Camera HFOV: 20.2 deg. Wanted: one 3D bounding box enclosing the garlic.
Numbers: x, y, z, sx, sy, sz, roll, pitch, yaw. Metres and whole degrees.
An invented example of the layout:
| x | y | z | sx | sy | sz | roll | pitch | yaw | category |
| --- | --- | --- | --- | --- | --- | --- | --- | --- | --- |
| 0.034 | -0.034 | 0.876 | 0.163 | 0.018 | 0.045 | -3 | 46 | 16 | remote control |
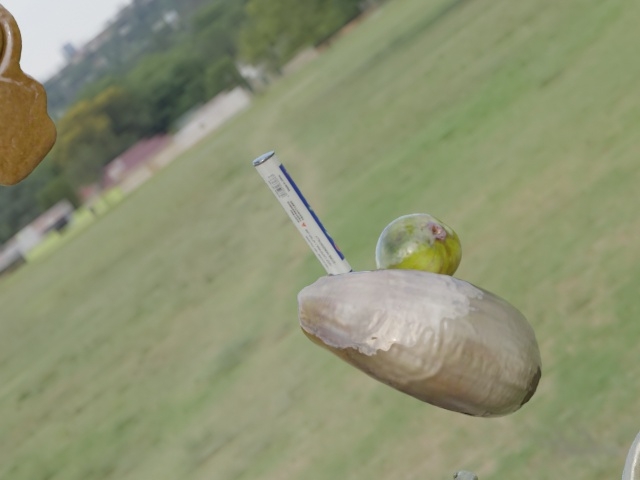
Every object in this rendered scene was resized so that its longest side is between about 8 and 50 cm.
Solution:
| x | y | z | sx | sy | sz | roll | pitch | yaw | category |
| --- | --- | --- | --- | --- | --- | --- | --- | --- | --- |
| 0.088 | 0.071 | 1.225 | 0.101 | 0.196 | 0.087 | 8 | 80 | 59 | garlic |

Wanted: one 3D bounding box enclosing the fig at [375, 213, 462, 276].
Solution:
| x | y | z | sx | sy | sz | roll | pitch | yaw | category |
| --- | --- | --- | --- | --- | --- | --- | --- | --- | --- |
| 0.078 | 0.027 | 1.967 | 0.166 | 0.093 | 0.093 | -26 | 12 | 40 | fig |

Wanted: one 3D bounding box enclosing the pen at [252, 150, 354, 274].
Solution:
| x | y | z | sx | sy | sz | roll | pitch | yaw | category |
| --- | --- | --- | --- | --- | --- | --- | --- | --- | --- |
| 0.000 | 0.000 | 1.752 | 0.025 | 0.204 | 0.025 | -33 | 14 | 9 | pen |

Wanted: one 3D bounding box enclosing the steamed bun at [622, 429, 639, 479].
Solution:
| x | y | z | sx | sy | sz | roll | pitch | yaw | category |
| --- | --- | --- | --- | --- | --- | --- | --- | --- | --- |
| 0.497 | 0.275 | 1.912 | 0.342 | 0.368 | 0.255 | -17 | 54 | 43 | steamed bun |

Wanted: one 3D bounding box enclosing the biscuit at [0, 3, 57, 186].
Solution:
| x | y | z | sx | sy | sz | roll | pitch | yaw | category |
| --- | --- | --- | --- | --- | --- | --- | --- | --- | --- |
| -0.374 | -0.173 | 1.688 | 0.186 | 0.295 | 0.044 | -53 | 10 | -10 | biscuit |

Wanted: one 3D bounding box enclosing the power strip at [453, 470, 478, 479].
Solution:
| x | y | z | sx | sy | sz | roll | pitch | yaw | category |
| --- | --- | --- | --- | --- | --- | --- | --- | --- | --- |
| 0.171 | 0.345 | 2.148 | 0.028 | 0.169 | 0.076 | 11 | 47 | 23 | power strip |
